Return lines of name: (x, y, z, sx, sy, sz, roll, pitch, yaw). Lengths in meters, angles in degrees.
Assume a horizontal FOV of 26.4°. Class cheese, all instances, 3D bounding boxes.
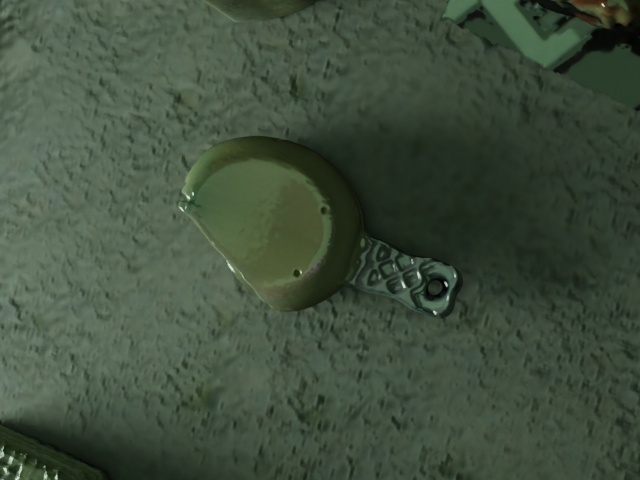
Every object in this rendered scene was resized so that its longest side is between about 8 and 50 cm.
cheese: (-0.005, 0.006, 0.797, 0.171, 0.047, 0.092, 40, 97, 10)

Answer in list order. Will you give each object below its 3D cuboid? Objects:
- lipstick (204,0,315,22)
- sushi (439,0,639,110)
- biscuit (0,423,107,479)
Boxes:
lipstick: (-0.057, -0.169, 0.710, 0.079, 0.253, 0.077, -12, 85, 12)
sushi: (0.250, -0.198, 0.748, 0.292, 0.059, 0.294, 25, 92, 11)
biscuit: (-0.243, 0.196, 0.831, 0.250, 0.046, 0.147, -22, 75, 8)
